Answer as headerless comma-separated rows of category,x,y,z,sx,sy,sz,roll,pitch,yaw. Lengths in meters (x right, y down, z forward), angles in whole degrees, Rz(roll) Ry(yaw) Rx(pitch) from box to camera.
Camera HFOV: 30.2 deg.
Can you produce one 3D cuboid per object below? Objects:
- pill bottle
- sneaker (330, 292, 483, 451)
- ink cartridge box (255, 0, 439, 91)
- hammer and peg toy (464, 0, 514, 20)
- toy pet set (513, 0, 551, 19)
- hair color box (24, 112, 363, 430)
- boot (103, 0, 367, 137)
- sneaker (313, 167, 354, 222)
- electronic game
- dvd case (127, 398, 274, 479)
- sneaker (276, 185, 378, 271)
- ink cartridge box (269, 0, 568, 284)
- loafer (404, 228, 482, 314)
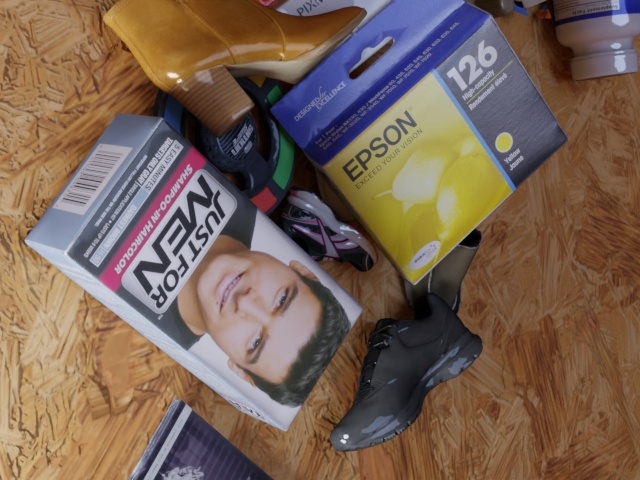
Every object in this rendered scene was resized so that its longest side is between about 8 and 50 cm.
pill bottle,0.468,-0.413,2.013,0.152,0.152,0.271,-12,96,-45
sneaker,0.099,0.182,1.646,0.286,0.109,0.130,-41,99,-36
ink cartridge box,0.036,-0.371,1.539,0.275,0.060,0.239,-39,112,-6
hammer and peg toy,0.126,-0.435,1.688,0.361,0.127,0.265,-5,90,-45
toy pet set,0.333,-0.407,1.960,0.114,0.065,0.122,-85,152,-62
hair color box,-0.135,0.042,1.381,0.374,0.114,0.185,44,71,-34
boot,-0.097,-0.274,1.428,0.295,0.104,0.211,-40,90,-32
sneaker,0.035,-0.104,1.604,0.057,0.075,0.161,-26,104,-56
electronic game,-0.115,-0.129,1.481,0.229,0.048,0.229,5,83,-45
dvd case,-0.143,0.321,1.441,0.221,0.018,0.164,48,57,-33
sneaker,0.000,0.000,1.587,0.178,0.072,0.077,38,82,-36
ink cartridge box,0.141,-0.151,1.568,0.303,0.072,0.307,-43,118,-6
loafer,0.181,0.013,1.713,0.094,0.087,0.251,-26,122,-42
